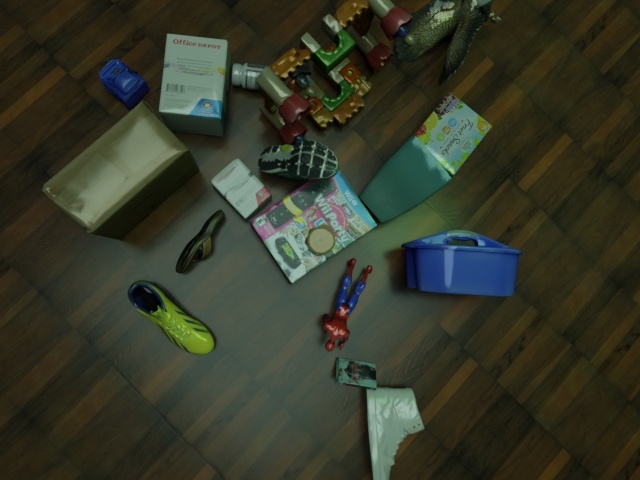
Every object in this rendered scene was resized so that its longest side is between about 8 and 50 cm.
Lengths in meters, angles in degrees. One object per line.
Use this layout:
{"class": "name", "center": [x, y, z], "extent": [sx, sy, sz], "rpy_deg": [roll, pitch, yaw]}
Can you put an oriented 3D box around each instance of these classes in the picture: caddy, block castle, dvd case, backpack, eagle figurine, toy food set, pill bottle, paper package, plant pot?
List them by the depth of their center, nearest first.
{"class": "paper package", "center": [-0.509, -0.169, 1.379], "extent": [0.325, 0.309, 0.168], "rpy_deg": [-44, 93, -8]}
{"class": "toy food set", "center": [0.000, 0.000, 1.462], "extent": [0.082, 0.020, 0.083], "rpy_deg": [-26, 88, -8]}
{"class": "block castle", "center": [0.042, -0.468, 1.476], "extent": [0.453, 0.303, 0.213], "rpy_deg": [-43, 90, -8]}
{"class": "caddy", "center": [0.400, 0.059, 1.482], "extent": [0.341, 0.241, 0.179], "rpy_deg": [4, 89, -6]}
{"class": "dvd case", "center": [0.103, 0.385, 1.498], "extent": [0.119, 0.013, 0.087], "rpy_deg": [10, 39, -3]}
{"class": "backpack", "center": [-0.581, -0.471, 1.515], "extent": [0.120, 0.101, 0.098], "rpy_deg": [41, 74, 4]}
{"class": "plant pot", "center": [0.239, -0.170, 1.515], "extent": [0.234, 0.166, 0.165], "rpy_deg": [-40, 91, 17]}
{"class": "pill bottle", "center": [-0.197, -0.495, 1.567], "extent": [0.137, 0.078, 0.078], "rpy_deg": [6, 83, -5]}
{"class": "eagle figurine", "center": [0.412, -0.645, 1.595], "extent": [0.298, 0.226, 0.225], "rpy_deg": [-37, 108, -14]}

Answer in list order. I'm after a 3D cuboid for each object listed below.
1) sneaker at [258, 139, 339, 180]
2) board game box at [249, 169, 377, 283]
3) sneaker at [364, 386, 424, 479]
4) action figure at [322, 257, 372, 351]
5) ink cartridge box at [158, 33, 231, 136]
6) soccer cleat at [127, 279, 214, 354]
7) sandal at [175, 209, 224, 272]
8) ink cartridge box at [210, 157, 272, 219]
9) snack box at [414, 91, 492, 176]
{"class": "sneaker", "center": [-0.051, -0.220, 1.471], "extent": [0.275, 0.110, 0.107], "rpy_deg": [12, 82, 39]}
{"class": "board game box", "center": [-0.024, -0.047, 1.523], "extent": [0.303, 0.097, 0.224], "rpy_deg": [-34, 89, -9]}
{"class": "sneaker", "center": [0.217, 0.565, 1.468], "extent": [0.169, 0.108, 0.293], "rpy_deg": [-1, 82, -3]}
{"class": "action figure", "center": [0.064, 0.205, 1.514], "extent": [0.091, 0.139, 0.280], "rpy_deg": [24, 59, 0]}
{"class": "ink cartridge box", "center": [-0.356, -0.444, 1.498], "extent": [0.171, 0.168, 0.233], "rpy_deg": [6, 83, -6]}
{"class": "soccer cleat", "center": [-0.420, 0.221, 1.437], "extent": [0.289, 0.121, 0.093], "rpy_deg": [41, 81, 0]}
{"class": "sandal", "center": [-0.340, 0.009, 1.502], "extent": [0.060, 0.090, 0.219], "rpy_deg": [40, 73, -22]}
{"class": "ink cartridge box", "center": [-0.233, -0.149, 1.529], "extent": [0.109, 0.063, 0.150], "rpy_deg": [-43, 88, -9]}
{"class": "snack box", "center": [0.399, -0.325, 1.610], "extent": [0.174, 0.070, 0.207], "rpy_deg": [40, 83, 1]}
